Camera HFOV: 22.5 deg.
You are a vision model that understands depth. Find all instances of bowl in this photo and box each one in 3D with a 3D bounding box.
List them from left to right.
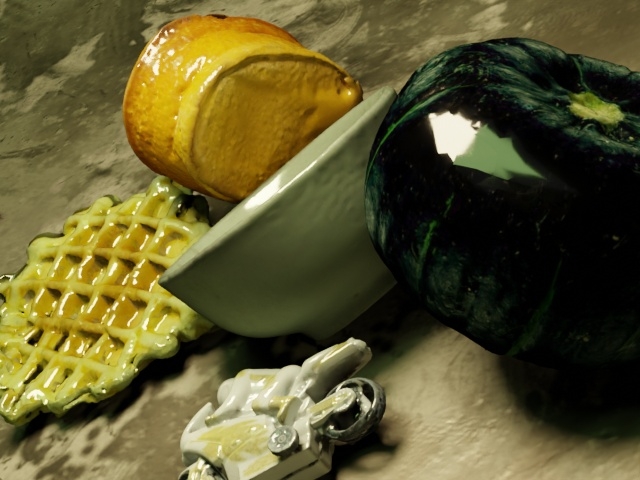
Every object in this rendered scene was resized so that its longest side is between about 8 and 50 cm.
[{"bbox_3d":[0.000,0.000,1.514,0.289,0.146,0.289,-39,5,4],"label":"bowl"}]

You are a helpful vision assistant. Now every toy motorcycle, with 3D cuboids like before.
[{"bbox_3d":[-0.047,0.166,1.433,0.229,0.074,0.151,-35,37,10],"label":"toy motorcycle"}]

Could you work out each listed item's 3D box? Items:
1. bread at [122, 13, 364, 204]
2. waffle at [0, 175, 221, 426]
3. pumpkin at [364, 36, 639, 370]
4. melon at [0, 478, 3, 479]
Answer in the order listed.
[{"bbox_3d":[-0.079,-0.132,1.695,0.143,0.270,0.195,29,104,42],"label":"bread"},{"bbox_3d":[-0.228,0.062,1.718,0.297,0.073,0.317,-31,38,8],"label":"waffle"},{"bbox_3d":[0.184,-0.024,1.339,0.315,0.238,0.315,9,40,-8],"label":"pumpkin"},{"bbox_3d":[-0.355,0.292,1.343,0.272,0.271,0.308,-39,30,-14],"label":"melon"}]
